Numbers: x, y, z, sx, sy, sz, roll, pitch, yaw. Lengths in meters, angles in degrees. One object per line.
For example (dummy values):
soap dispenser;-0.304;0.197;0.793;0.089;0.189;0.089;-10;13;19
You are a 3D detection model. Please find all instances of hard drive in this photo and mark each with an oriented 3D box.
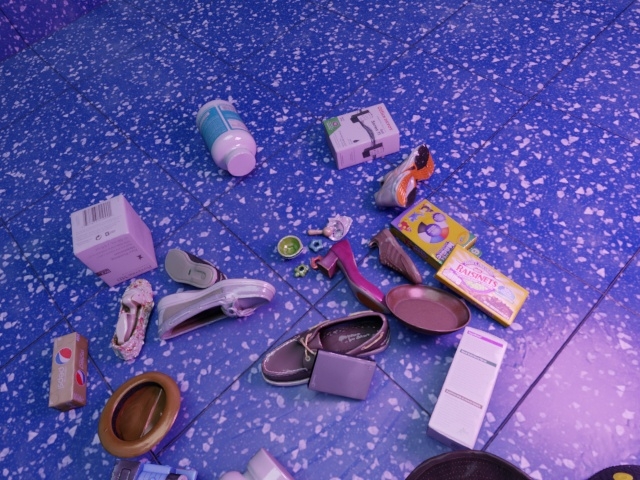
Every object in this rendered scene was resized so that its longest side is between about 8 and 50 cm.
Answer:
hard drive;0.046;0.297;0.991;0.135;0.022;0.094;14;99;-8

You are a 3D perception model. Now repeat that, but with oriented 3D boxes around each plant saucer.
plant saucer;0.248;0.166;1.047;0.198;0.036;0.199;6;24;-3

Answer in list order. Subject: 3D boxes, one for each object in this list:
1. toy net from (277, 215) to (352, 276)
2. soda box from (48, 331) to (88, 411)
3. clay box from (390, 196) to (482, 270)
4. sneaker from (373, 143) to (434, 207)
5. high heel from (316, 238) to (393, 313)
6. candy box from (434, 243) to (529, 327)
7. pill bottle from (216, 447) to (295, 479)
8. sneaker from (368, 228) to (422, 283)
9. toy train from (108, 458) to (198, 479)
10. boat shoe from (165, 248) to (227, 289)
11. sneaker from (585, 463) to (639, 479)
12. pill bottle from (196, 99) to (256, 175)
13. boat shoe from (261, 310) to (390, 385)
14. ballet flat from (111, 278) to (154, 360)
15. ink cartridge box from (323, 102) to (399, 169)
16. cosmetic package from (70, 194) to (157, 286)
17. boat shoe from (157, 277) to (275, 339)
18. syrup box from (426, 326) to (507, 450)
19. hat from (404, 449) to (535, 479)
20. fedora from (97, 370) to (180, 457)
toy net;0.000;0.000;1.240;0.232;0.045;0.122;-33;57;-12
soda box;-0.634;0.330;1.126;0.061;0.058;0.182;-17;55;-2
clay box;0.308;-0.008;1.186;0.127;0.053;0.222;-39;58;-15
sneaker;0.237;-0.191;1.298;0.120;0.099;0.262;-4;35;43
high heel;0.111;0.088;1.150;0.244;0.082;0.117;32;63;34
candy box;0.390;0.107;1.082;0.205;0.027;0.105;36;67;11
pill bottle;-0.173;0.553;0.833;0.169;0.169;0.301;36;69;28
sneaker;0.195;0.054;1.170;0.071;0.066;0.189;-35;51;6
toy train;-0.345;0.506;0.930;0.183;0.105;0.080;2;58;11
boat shoe;-0.349;0.085;1.235;0.232;0.079;0.084;19;87;35
sneaker;0.535;0.486;0.824;0.209;0.069;0.082;-18;88;-12
pill bottle;-0.300;-0.327;1.447;0.146;0.146;0.264;-26;56;-7
boat shoe;0.008;0.247;1.044;0.323;0.097;0.117;-17;56;-1
ballet flat;-0.498;0.195;1.180;0.091;0.077;0.241;-11;55;4
ink cartridge box;0.129;-0.331;1.410;0.208;0.087;0.153;-18;56;-3
cosmetic package;-0.577;0.003;1.255;0.151;0.184;0.152;-23;55;-6
boat shoe;-0.266;0.174;1.136;0.319;0.118;0.103;-12;62;7
syrup box;0.312;0.315;0.948;0.096;0.093;0.237;21;63;22
hat;0.276;0.540;0.783;0.330;0.134;0.332;-4;74;15
fedora;-0.402;0.402;1.020;0.194;0.079;0.195;-3;49;4
